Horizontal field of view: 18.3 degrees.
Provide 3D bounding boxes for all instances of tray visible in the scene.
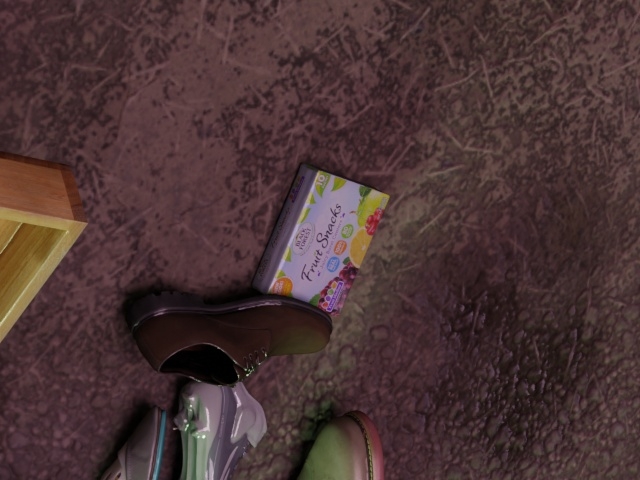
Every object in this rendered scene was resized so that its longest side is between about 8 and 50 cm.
[{"bbox_3d":[-0.389,0.075,1.698,0.202,0.076,0.411,11,134,-36],"label":"tray"}]

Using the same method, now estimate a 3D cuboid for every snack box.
[{"bbox_3d":[0.000,0.000,2.069,0.100,0.037,0.141,18,98,-35],"label":"snack box"}]

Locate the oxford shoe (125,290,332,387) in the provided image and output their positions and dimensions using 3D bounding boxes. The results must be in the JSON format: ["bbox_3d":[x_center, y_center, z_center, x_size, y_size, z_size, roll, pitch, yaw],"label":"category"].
[{"bbox_3d":[-0.082,0.110,2.011,0.227,0.096,0.083,-1,141,-31],"label":"oxford shoe"}]

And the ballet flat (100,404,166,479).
[{"bbox_3d":[-0.196,0.269,2.030,0.068,0.072,0.213,4,106,-3],"label":"ballet flat"}]

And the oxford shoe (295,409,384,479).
[{"bbox_3d":[-0.031,0.343,2.134,0.130,0.123,0.348,12,100,-31],"label":"oxford shoe"}]

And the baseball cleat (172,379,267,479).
[{"bbox_3d":[-0.103,0.236,2.074,0.109,0.072,0.206,-12,118,-37],"label":"baseball cleat"}]
